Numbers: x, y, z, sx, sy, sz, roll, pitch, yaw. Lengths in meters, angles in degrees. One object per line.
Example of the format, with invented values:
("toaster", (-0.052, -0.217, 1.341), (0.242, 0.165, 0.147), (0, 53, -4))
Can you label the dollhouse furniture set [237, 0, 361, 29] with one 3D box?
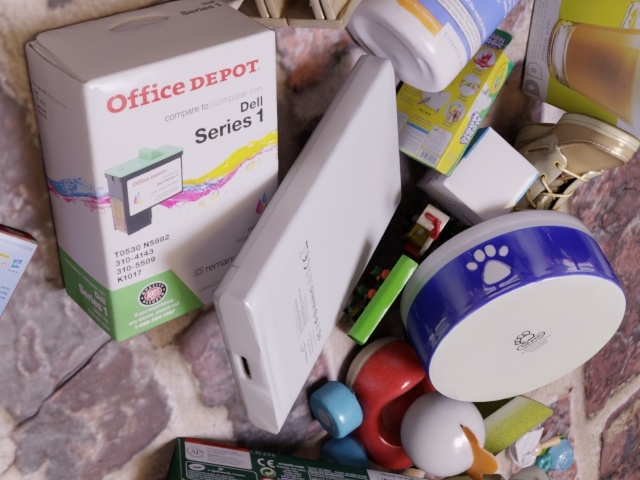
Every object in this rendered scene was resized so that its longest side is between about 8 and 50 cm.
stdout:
("dollhouse furniture set", (-0.012, -0.313, 0.989), (0.184, 0.128, 0.129), (-60, 144, -34))

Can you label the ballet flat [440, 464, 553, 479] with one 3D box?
("ballet flat", (0.224, 0.387, 1.421), (0.182, 0.482, 0.164), (-33, 101, -37))

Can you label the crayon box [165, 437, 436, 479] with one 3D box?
("crayon box", (-0.045, 0.437, 1.309), (0.362, 0.106, 0.313), (13, 109, -15))

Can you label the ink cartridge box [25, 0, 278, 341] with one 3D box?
("ink cartridge box", (-0.151, -0.072, 0.991), (0.201, 0.117, 0.278), (-23, 130, -31))

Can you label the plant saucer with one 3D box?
("plant saucer", (0.225, 0.282, 1.549), (0.188, 0.188, 0.045), (-28, 98, -28))

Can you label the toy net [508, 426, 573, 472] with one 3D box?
("toy net", (0.384, 0.393, 1.842), (0.122, 0.045, 0.232), (-54, 137, 1))

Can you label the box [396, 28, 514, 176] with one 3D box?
("box", (0.151, -0.178, 1.216), (0.043, 0.105, 0.179), (21, 99, -56))

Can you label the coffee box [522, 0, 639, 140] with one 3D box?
("coffee box", (0.511, -0.323, 1.287), (0.338, 0.334, 0.338), (-20, 127, -33))

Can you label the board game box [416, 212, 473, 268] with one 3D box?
("board game box", (0.207, 0.032, 1.443), (0.126, 0.026, 0.186), (-58, 140, -13))

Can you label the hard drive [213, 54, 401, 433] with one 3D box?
("hard drive", (0.000, 0.000, 1.099), (0.233, 0.047, 0.353), (82, 31, -49))

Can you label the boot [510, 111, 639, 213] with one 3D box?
("boot", (0.289, -0.054, 1.308), (0.095, 0.262, 0.204), (29, 83, -16))

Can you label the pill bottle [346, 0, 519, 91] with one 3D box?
("pill bottle", (0.159, -0.307, 1.106), (0.272, 0.152, 0.152), (-49, 138, -7))

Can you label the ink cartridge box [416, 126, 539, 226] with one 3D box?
("ink cartridge box", (0.194, -0.078, 1.294), (0.090, 0.143, 0.092), (40, 86, -9))

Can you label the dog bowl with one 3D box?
("dog bowl", (0.240, 0.087, 1.278), (0.264, 0.104, 0.265), (-13, 142, -11))

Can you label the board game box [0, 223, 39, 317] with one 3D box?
("board game box", (-0.397, 0.023, 0.891), (0.281, 0.027, 0.145), (24, 96, -48))

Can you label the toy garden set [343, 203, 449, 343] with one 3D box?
("toy garden set", (0.088, 0.031, 1.252), (0.204, 0.049, 0.244), (-55, 176, -5))

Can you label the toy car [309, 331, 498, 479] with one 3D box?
("toy car", (0.147, 0.261, 1.388), (0.219, 0.238, 0.210), (-31, 133, -25))
